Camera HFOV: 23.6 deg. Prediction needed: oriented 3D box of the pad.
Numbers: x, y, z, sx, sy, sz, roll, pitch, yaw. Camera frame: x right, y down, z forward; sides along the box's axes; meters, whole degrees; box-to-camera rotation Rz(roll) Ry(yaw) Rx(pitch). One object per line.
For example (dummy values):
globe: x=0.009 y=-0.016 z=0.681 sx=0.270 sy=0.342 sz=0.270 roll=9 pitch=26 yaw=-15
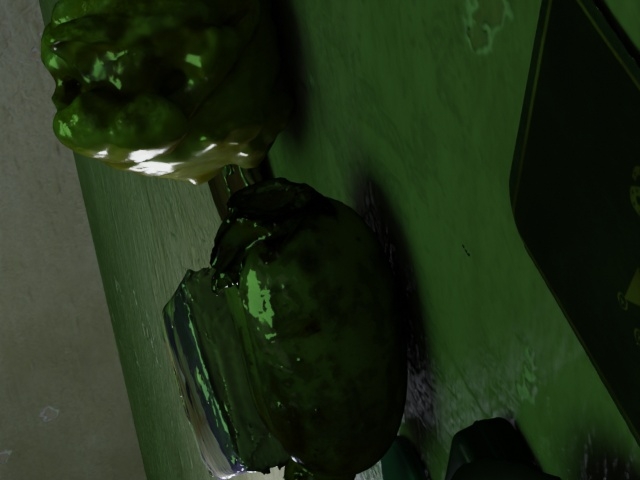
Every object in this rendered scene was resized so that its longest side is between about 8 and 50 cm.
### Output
pad: x=0.169 y=0.035 z=0.804 sx=0.315 sy=0.063 sz=0.375 roll=93 pitch=156 yaw=-52

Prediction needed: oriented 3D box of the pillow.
pillow: x=-0.101 y=-0.074 z=1.750 sx=0.232 sy=0.043 sz=0.126 roll=176 pitch=77 yaw=-77

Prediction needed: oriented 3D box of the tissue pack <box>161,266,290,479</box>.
tissue pack: x=-0.101 y=0.162 z=1.848 sx=0.344 sy=0.125 sz=0.242 roll=135 pitch=116 yaw=-77

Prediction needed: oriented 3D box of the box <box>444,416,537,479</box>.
box: x=0.140 y=0.255 z=1.181 sx=0.230 sy=0.050 sz=0.160 roll=93 pitch=156 yaw=-51

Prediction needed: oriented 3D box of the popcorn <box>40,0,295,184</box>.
popcorn: x=-0.150 y=-0.186 z=1.455 sx=0.242 sy=0.235 sz=0.250 roll=51 pitch=-147 yaw=-80

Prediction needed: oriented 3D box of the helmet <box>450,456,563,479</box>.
helmet: x=0.121 y=0.292 z=0.976 sx=0.230 sy=0.160 sz=0.279 roll=12 pitch=129 yaw=55

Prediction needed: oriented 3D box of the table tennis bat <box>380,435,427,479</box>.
table tennis bat: x=0.090 y=0.283 z=1.448 sx=0.124 sy=0.033 sz=0.201 roll=-171 pitch=68 yaw=-77

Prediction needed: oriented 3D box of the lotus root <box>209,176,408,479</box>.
lotus root: x=-0.004 y=0.095 z=1.344 sx=0.173 sy=0.173 sz=0.309 roll=-134 pitch=31 yaw=-61
